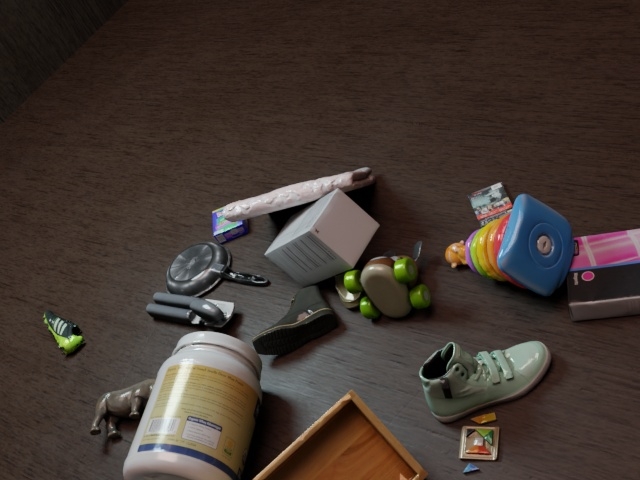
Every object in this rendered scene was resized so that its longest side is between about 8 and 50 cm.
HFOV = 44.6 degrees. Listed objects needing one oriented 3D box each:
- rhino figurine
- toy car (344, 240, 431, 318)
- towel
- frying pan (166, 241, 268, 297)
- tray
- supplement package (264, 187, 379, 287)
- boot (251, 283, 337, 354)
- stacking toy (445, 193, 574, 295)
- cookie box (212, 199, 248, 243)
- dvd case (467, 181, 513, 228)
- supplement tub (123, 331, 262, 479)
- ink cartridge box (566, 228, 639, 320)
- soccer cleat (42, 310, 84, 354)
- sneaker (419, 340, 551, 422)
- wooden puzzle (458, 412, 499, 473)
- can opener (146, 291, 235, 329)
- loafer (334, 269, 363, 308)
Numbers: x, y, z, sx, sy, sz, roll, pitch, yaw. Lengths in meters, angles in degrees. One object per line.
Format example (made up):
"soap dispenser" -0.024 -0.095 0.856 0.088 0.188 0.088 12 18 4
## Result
"rhino figurine" -0.416 0.372 1.805 0.243 0.073 0.106 -21 44 8
"toy car" 0.166 0.065 1.743 0.155 0.149 0.188 -15 30 32
"towel" -0.043 -0.119 1.968 0.332 0.053 0.317 -15 3 16
"frying pan" -0.297 0.096 2.043 0.197 0.053 0.326 -43 39 -14
"tray" -0.028 0.484 1.395 0.411 0.076 0.203 -40 76 -12
"supplement package" 0.000 0.000 1.816 0.139 0.134 0.244 -56 15 -27
"boot" -0.071 0.182 1.810 0.198 0.077 0.137 -18 35 -6
"stacking toy" 0.367 0.024 1.652 0.302 0.166 0.175 -12 54 60
"cookie box" -0.251 -0.052 2.166 0.092 0.040 0.107 -22 40 9
"dvd case" 0.404 -0.084 1.842 0.087 0.013 0.119 -22 42 9
"supplement tub" -0.247 0.368 1.590 0.228 0.228 0.316 -8 45 24
"ink cartridge box" 0.669 0.054 1.514 0.371 0.069 0.176 -7 45 20
"soccer cleat" -0.696 0.241 2.119 0.072 0.060 0.179 -33 46 -19
"sneaker" 0.309 0.236 1.464 0.256 0.151 0.094 -28 39 0
"wooden puzzle" 0.292 0.371 1.440 0.078 0.014 0.116 -12 44 20
"can opener" -0.331 0.166 1.960 0.280 0.093 0.074 2 50 38
"loafer" 0.059 0.100 1.825 0.056 0.050 0.148 -27 40 4
